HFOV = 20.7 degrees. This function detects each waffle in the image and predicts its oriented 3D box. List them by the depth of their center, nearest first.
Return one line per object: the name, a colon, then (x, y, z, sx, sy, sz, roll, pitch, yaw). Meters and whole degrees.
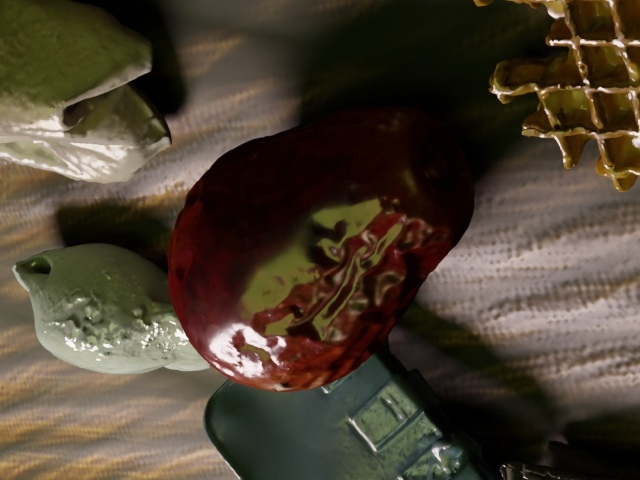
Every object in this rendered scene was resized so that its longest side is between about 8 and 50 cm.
waffle: (0.203, -0.125, 1.089, 0.228, 0.051, 0.231, 44, 140, 4)

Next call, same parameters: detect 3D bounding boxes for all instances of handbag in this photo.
handbag: (0.030, 0.167, 1.414, 0.179, 0.062, 0.229, -46, 76, 16)

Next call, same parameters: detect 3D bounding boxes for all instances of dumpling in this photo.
dumpling: (-0.190, 0.079, 1.576, 0.219, 0.108, 0.153, 19, 134, 33)

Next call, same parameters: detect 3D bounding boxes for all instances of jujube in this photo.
jujube: (0.000, 0.000, 1.289, 0.255, 0.190, 0.190, -31, 100, 34)

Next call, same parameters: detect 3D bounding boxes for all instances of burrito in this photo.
burrito: (-0.280, -0.149, 1.431, 0.331, 0.135, 0.190, 31, 144, 19)

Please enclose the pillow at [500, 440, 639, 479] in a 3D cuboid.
pillow: (0.285, 0.305, 1.354, 0.228, 0.101, 0.326, 6, 125, 43)
